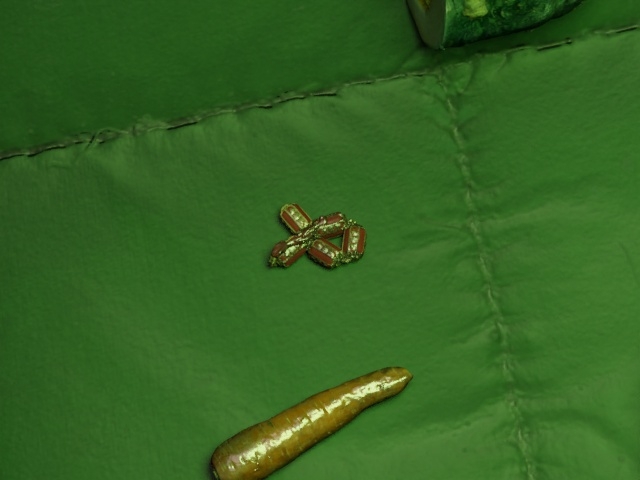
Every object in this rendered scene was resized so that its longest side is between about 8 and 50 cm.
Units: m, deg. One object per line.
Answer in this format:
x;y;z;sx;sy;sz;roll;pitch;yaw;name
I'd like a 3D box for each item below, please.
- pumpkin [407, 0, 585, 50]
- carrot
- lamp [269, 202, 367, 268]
0.164;-0.328;1.494;0.197;0.263;0.293;-13;72;-3;pumpkin
-0.007;0.158;1.450;0.191;0.047;0.047;-27;70;-8;carrot
0.000;0.000;1.512;0.083;0.031;0.063;10;72;5;lamp
